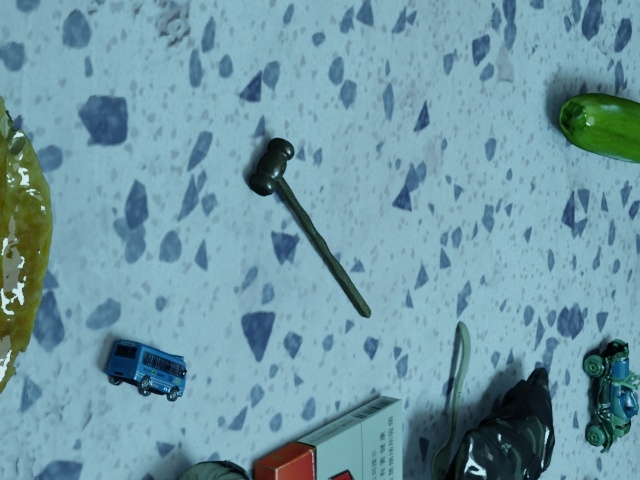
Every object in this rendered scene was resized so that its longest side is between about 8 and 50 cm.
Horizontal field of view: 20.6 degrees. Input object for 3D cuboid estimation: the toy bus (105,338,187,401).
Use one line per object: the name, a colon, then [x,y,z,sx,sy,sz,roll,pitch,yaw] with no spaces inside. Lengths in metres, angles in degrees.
toy bus: [-0.160,0.121,1.640,0.083,0.038,0.046,29,72,-55]

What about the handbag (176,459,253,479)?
handbag: [-0.079,0.286,1.731,0.095,0.117,0.173,-49,137,-9]

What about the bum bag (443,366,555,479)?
bum bag: [0.232,0.260,2.170,0.340,0.095,0.144,-27,125,-61]

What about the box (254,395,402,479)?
box: [0.013,0.270,1.935,0.245,0.035,0.139,-20,115,-53]

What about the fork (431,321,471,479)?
fork: [0.159,0.208,2.147,0.034,0.028,0.219,4,91,-48]

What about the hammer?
hammer: [0.000,0.000,1.855,0.058,0.029,0.292,-60,143,-22]

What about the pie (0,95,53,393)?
pie: [-0.331,0.013,1.331,0.339,0.083,0.339,-19,113,-55]

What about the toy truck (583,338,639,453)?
toy truck: [0.422,0.221,2.477,0.080,0.078,0.154,-29,122,-47]

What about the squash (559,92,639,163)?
squash: [0.390,-0.149,2.327,0.292,0.082,0.082,7,93,-54]
